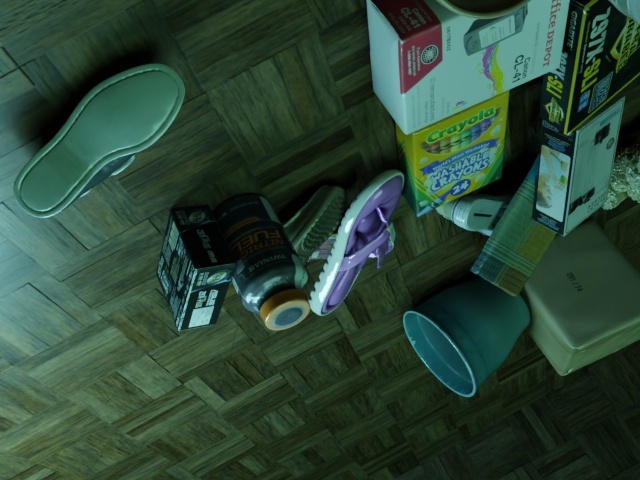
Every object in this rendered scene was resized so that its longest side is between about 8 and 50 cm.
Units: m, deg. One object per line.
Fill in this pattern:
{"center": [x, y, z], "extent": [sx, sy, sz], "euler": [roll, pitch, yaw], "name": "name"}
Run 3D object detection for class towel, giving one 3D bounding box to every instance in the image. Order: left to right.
{"center": [0.496, -0.056, 1.807], "extent": [0.271, 0.040, 0.370], "euler": [26, 96, -52], "name": "towel"}

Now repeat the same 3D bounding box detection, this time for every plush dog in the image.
{"center": [0.800, -0.167, 1.873], "extent": [0.210, 0.262, 0.225], "euler": [-61, 162, -11], "name": "plush dog"}

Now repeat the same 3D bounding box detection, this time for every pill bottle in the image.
{"center": [-0.105, 0.043, 1.417], "extent": [0.130, 0.245, 0.130], "euler": [-20, 146, -14], "name": "pill bottle"}

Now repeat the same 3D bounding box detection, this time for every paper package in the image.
{"center": [0.689, 0.146, 2.085], "extent": [0.309, 0.325, 0.168], "euler": [-22, 147, -12], "name": "paper package"}

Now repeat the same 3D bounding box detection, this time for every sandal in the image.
{"center": [0.099, 0.020, 1.631], "extent": [0.169, 0.102, 0.416], "euler": [-33, 156, -42], "name": "sandal"}

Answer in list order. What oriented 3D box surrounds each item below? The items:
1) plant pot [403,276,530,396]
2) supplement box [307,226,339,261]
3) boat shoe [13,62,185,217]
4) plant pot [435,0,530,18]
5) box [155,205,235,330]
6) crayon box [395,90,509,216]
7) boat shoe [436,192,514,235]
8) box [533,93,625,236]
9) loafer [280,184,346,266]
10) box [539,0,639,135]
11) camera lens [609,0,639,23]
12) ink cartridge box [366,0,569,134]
{"center": [0.404, 0.228, 2.054], "extent": [0.255, 0.271, 0.271], "euler": [-34, 149, -17], "name": "plant pot"}
{"center": [0.000, 0.000, 1.623], "extent": [0.055, 0.043, 0.083], "euler": [-7, 141, -33], "name": "supplement box"}
{"center": [-0.320, -0.153, 1.139], "extent": [0.302, 0.091, 0.114], "euler": [-34, 103, 9], "name": "boat shoe"}
{"center": [0.222, -0.444, 1.101], "extent": [0.237, 0.110, 0.237], "euler": [-9, 120, -16], "name": "plant pot"}
{"center": [-0.232, 0.052, 1.423], "extent": [0.077, 0.147, 0.180], "euler": [-8, 141, -29], "name": "box"}
{"center": [0.253, -0.201, 1.508], "extent": [0.203, 0.083, 0.323], "euler": [-25, 146, -7], "name": "crayon box"}
{"center": [0.376, -0.068, 1.770], "extent": [0.302, 0.094, 0.109], "euler": [10, 107, -50], "name": "boat shoe"}
{"center": [0.554, -0.171, 1.678], "extent": [0.169, 0.087, 0.290], "euler": [-33, 138, -26], "name": "box"}
{"center": [-0.053, -0.008, 1.533], "extent": [0.268, 0.092, 0.102], "euler": [-53, 154, 6], "name": "loafer"}
{"center": [0.524, -0.382, 1.421], "extent": [0.257, 0.079, 0.322], "euler": [-37, 149, -14], "name": "box"}
{"center": [0.486, -0.463, 1.151], "extent": [0.219, 0.274, 0.219], "euler": [-18, 143, -15], "name": "camera lens"}
{"center": [0.240, -0.338, 1.271], "extent": [0.306, 0.131, 0.226], "euler": [-24, 146, -6], "name": "ink cartridge box"}
